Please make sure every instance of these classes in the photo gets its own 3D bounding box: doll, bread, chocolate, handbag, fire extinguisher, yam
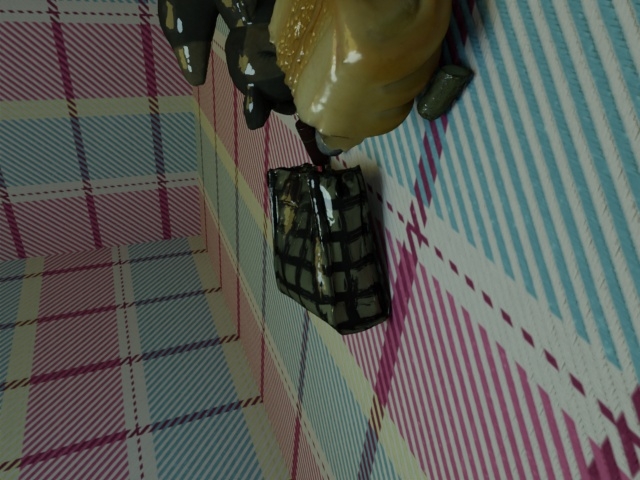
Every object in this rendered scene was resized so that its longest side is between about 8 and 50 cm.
[{"bbox_3d":[-0.187,-0.472,1.192,0.378,0.252,0.383,8,111,37],"label":"doll"},{"bbox_3d":[0.069,-0.325,0.729,0.270,0.211,0.316,-55,50,47],"label":"bread"},{"bbox_3d":[0.017,-0.265,1.052,0.072,0.072,0.167,177,82,-69],"label":"chocolate"},{"bbox_3d":[0.000,0.000,1.059,0.325,0.162,0.327,19,118,64],"label":"handbag"},{"bbox_3d":[-0.013,-0.225,1.138,0.157,0.045,0.078,59,-158,-51],"label":"fire extinguisher"},{"bbox_3d":[0.175,-0.215,0.700,0.094,0.043,0.043,118,139,-57],"label":"yam"}]
